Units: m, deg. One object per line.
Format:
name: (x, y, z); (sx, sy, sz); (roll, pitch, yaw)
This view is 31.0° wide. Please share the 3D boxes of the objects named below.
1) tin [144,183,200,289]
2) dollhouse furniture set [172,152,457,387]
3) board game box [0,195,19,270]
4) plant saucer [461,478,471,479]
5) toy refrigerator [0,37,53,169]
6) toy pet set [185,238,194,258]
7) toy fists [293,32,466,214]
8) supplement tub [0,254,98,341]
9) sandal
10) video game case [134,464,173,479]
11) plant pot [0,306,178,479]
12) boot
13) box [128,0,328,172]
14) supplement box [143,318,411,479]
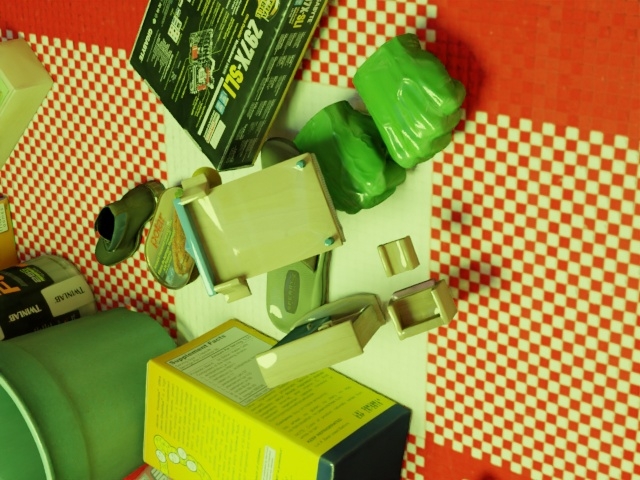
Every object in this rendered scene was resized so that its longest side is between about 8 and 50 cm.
tin: (-0.225, -0.007, 1.845); (0.106, 0.040, 0.189); (37, 127, 18)
dollhouse furniture set: (0.000, 0.000, 1.552); (0.286, 0.198, 0.303); (-21, 94, 14)
board game box: (-0.809, 0.112, 2.162); (0.356, 0.356, 0.356); (10, 113, 38)
plant saucer: (0.256, 0.492, 1.633); (0.259, 0.048, 0.258); (41, 128, 19)
toy refrigerator: (-0.578, -0.223, 2.015); (0.102, 0.094, 0.269); (54, 131, 10)
toy pet set: (-0.143, -0.013, 1.732); (0.114, 0.065, 0.122); (-9, 102, 22)
toy fists: (0.082, -0.139, 1.501); (0.279, 0.096, 0.142); (-41, 72, 43)
supplement tub: (-0.561, 0.156, 1.998); (0.194, 0.316, 0.193); (15, 116, 34)
sandal: (-0.047, 0.002, 1.662); (0.120, 0.086, 0.302); (12, 111, 36)
video game case: (-0.205, 0.436, 2.010); (0.204, 0.025, 0.285); (51, 131, 12)
plant pot: (-0.404, 0.276, 1.836); (0.341, 0.334, 0.341); (15, 115, 36)
boot: (-0.345, -0.017, 1.892); (0.082, 0.106, 0.219); (52, 131, 11)
box: (-0.132, -0.299, 1.597); (0.257, 0.079, 0.322); (48, 131, 27)
supplement box: (-0.072, 0.295, 1.729); (0.356, 0.194, 0.195); (24, 121, 31)
